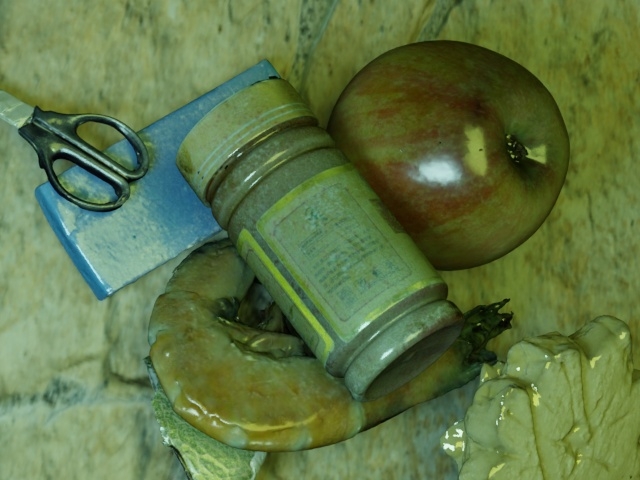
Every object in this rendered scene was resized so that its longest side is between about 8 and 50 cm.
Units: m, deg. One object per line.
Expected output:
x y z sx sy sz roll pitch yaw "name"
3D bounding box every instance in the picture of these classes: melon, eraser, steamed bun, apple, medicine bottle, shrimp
-0.111 0.202 1.833 0.139 0.093 0.202 -20 76 -22 "melon"
-0.147 -0.070 1.899 0.312 0.042 0.144 -31 90 -23 "eraser"
0.251 0.218 1.918 0.292 0.137 0.295 17 86 -40 "steamed bun"
0.141 -0.097 1.895 0.257 0.234 0.256 5 81 -34 "apple"
0.000 0.000 1.781 0.151 0.151 0.322 -30 71 -23 "medicine bottle"
0.018 0.096 1.884 0.445 0.085 0.272 -9 55 -28 "shrimp"

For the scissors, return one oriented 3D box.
-0.322 -0.134 1.837 0.300 0.022 0.109 31 64 1 "scissors"
